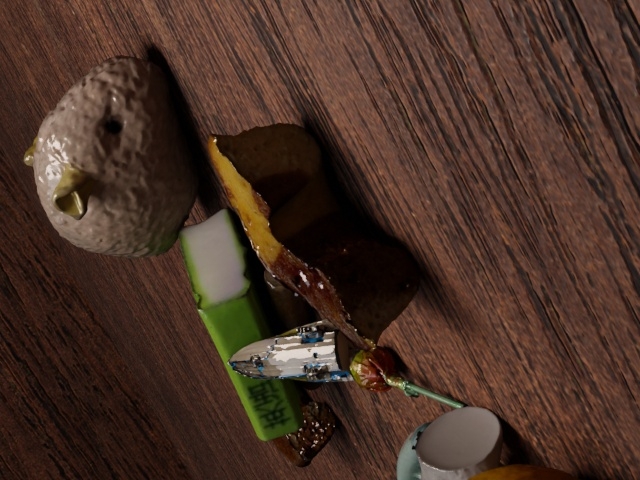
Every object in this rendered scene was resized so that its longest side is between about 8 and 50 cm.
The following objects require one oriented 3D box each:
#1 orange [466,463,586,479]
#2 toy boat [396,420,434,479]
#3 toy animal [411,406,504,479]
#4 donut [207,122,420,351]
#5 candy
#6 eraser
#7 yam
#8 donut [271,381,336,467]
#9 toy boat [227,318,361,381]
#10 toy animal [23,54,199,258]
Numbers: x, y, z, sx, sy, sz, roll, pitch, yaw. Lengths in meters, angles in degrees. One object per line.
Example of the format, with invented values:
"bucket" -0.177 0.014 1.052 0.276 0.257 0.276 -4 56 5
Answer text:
"orange" 0.211 0.326 1.374 0.219 0.193 0.219 29 -161 -11
"toy boat" 0.144 0.314 1.748 0.134 0.079 0.208 47 159 21
"toy animal" 0.176 0.305 1.564 0.103 0.131 0.221 -4 129 22
"donut" 0.000 0.000 1.528 0.295 0.112 0.151 54 165 16
"candy" 0.108 0.173 1.660 0.201 0.060 0.060 19 140 52
"eraser" -0.110 0.122 1.989 0.210 0.092 0.274 -111 1 -52
"yam" -0.035 0.126 1.937 0.057 0.057 0.241 42 158 40
"donut" -0.057 0.256 2.177 0.217 0.085 0.141 53 163 17
"toy boat" -0.043 0.152 1.826 0.210 0.066 0.084 -10 88 35
"toy animal" -0.292 -0.095 1.953 0.188 0.226 0.358 42 157 42
